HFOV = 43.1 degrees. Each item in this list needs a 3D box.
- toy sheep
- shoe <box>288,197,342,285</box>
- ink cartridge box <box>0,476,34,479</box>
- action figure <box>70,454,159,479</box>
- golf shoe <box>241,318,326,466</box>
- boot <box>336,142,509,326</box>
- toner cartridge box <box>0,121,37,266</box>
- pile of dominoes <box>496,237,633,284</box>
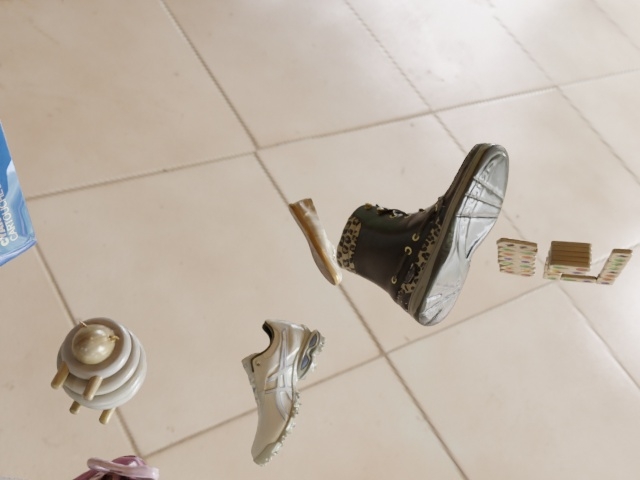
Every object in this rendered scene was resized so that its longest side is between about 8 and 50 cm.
[{"bbox_3d":[-0.209,0.122,0.774,0.091,0.132,0.091,1,57,-2],"label":"toy sheep"},{"bbox_3d":[0.000,0.000,1.870,0.058,0.076,0.219,-27,84,-13],"label":"shoe"},{"bbox_3d":[-0.210,0.262,0.502,0.202,0.117,0.278,1,8,15],"label":"ink cartridge box"},{"bbox_3d":[-0.408,0.474,1.534,0.248,0.275,0.370,14,5,1],"label":"action figure"},{"bbox_3d":[-0.061,0.174,0.951,0.086,0.069,0.176,25,59,-9],"label":"golf shoe"},{"bbox_3d":[0.122,-0.031,1.025,0.085,0.236,0.179,16,9,-44],"label":"boot"},{"bbox_3d":[-0.283,-0.112,0.436,0.075,0.347,0.165,21,42,33],"label":"toner cartridge box"},{"bbox_3d":[0.379,0.050,1.289,0.196,0.251,0.040,4,76,14],"label":"pile of dominoes"}]
